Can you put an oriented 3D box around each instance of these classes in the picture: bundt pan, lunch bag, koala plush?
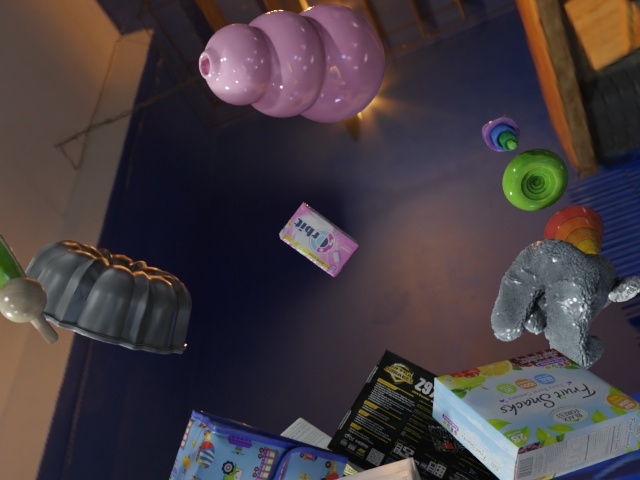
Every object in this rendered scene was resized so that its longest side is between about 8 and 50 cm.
[{"bbox_3d":[-0.382,0.091,1.347,0.124,0.331,0.331,-70,-20,-1],"label":"bundt pan"},{"bbox_3d":[-0.099,0.435,1.225,0.293,0.138,0.221,22,-100,-22],"label":"lunch bag"},{"bbox_3d":[0.439,0.081,1.264,0.221,0.196,0.203,-13,-64,-39],"label":"koala plush"}]

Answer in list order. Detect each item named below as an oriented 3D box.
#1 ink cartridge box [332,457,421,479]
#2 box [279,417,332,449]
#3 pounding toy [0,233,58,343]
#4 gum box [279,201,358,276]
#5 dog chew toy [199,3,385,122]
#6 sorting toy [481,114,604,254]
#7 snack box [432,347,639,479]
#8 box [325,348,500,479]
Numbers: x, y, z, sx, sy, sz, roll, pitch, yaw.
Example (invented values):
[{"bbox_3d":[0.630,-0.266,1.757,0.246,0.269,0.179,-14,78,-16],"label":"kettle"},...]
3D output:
[{"bbox_3d":[0.096,0.475,1.069,0.168,0.171,0.232,-85,-25,-77],"label":"ink cartridge box"},{"bbox_3d":[-0.064,0.576,1.825,0.182,0.119,0.181,-33,-42,-40],"label":"box"},{"bbox_3d":[-0.438,0.042,0.891,0.237,0.110,0.183,46,152,9],"label":"pounding toy"},{"bbox_3d":[0.000,0.000,1.926,0.188,0.107,0.062,36,-172,-14],"label":"gum box"},{"bbox_3d":[-0.051,-0.302,1.259,0.332,0.207,0.206,-10,-103,-36],"label":"dog chew toy"},{"bbox_3d":[0.435,-0.079,1.396,0.365,0.127,0.126,49,-165,-19],"label":"sorting toy"},{"bbox_3d":[0.280,0.224,0.957,0.174,0.207,0.070,-142,48,-58],"label":"snack box"},{"bbox_3d":[0.207,0.399,1.454,0.257,0.322,0.079,-53,-19,-34],"label":"box"}]
